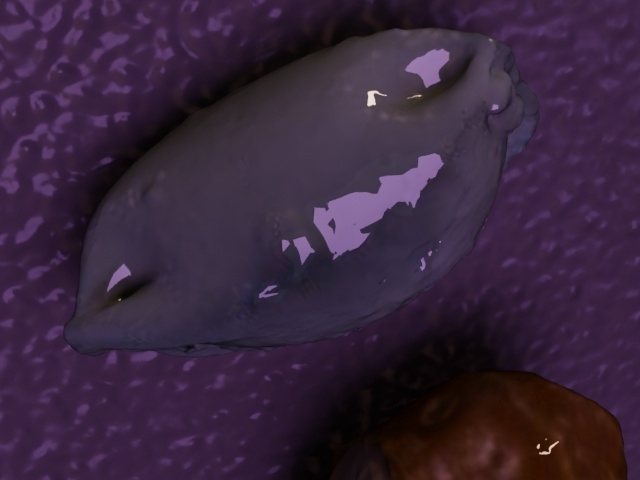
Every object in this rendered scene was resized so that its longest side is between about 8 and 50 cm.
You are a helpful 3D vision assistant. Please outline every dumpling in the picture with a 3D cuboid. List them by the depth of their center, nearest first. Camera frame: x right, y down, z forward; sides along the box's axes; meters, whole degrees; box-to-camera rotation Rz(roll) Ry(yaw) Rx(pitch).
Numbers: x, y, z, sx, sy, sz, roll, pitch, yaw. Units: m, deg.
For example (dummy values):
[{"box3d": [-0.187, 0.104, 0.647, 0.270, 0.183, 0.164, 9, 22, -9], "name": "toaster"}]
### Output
[{"box3d": [0.001, 0.002, 0.589, 0.217, 0.105, 0.149, -30, 122, -1], "name": "dumpling"}]

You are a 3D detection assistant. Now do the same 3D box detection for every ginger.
[{"box3d": [0.003, 0.241, 0.681, 0.254, 0.176, 0.418, 6, 121, -27], "name": "ginger"}]
